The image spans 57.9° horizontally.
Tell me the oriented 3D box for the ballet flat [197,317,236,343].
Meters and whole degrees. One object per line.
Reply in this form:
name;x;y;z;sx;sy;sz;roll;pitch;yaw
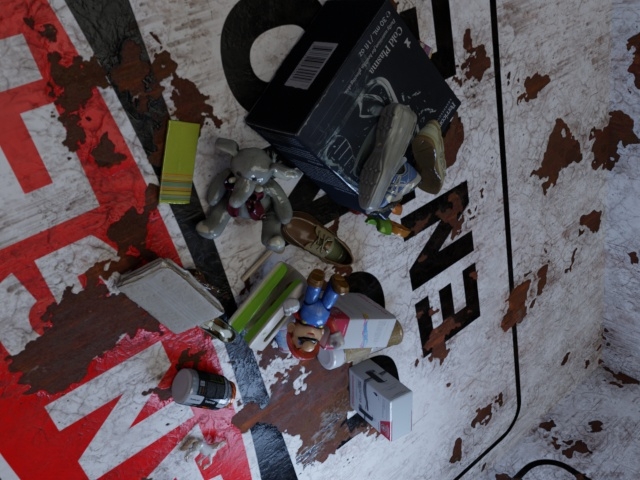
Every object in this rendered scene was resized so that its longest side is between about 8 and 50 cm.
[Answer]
ballet flat;-0.346;0.264;1.846;0.072;0.068;0.213;-54;129;-8

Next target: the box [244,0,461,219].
box;0.114;-0.403;1.808;0.472;0.297;0.479;38;82;-42

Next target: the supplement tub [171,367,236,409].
supplement tub;-0.374;0.485;1.876;0.190;0.117;0.117;25;90;-40

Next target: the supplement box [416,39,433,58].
supplement box;0.352;-0.669;2.048;0.083;0.043;0.055;15;98;-41

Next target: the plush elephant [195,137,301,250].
plush elephant;-0.202;-0.155;1.662;0.255;0.272;0.329;81;27;-74

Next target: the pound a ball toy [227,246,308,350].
pound a ball toy;-0.165;0.175;1.911;0.319;0.208;0.136;-51;151;3

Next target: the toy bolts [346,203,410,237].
toy bolts;0.229;-0.130;2.037;0.218;0.228;0.158;12;109;-45

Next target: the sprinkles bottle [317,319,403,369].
sprinkles bottle;0.157;0.393;2.246;0.355;0.121;0.121;-12;113;-34

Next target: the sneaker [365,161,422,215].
sneaker;0.209;-0.153;1.746;0.211;0.080;0.081;-41;108;-17

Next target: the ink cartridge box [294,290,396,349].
ink cartridge box;0.084;0.282;2.078;0.306;0.226;0.131;9;106;-39

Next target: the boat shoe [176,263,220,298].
boat shoe;-0.386;0.122;1.764;0.073;0.073;0.207;-51;136;-13

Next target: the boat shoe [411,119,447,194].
boat shoe;0.340;-0.243;1.763;0.089;0.105;0.285;-59;158;-22

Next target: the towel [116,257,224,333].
towel;-0.438;0.165;1.698;0.187;0.049;0.282;-24;130;17

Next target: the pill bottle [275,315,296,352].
pill bottle;-0.123;0.307;2.021;0.087;0.087;0.160;-29;122;-26

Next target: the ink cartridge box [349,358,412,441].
ink cartridge box;0.234;0.628;2.296;0.114;0.273;0.196;-15;115;-29

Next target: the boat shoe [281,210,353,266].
boat shoe;0.000;0.000;1.979;0.324;0.120;0.122;29;88;-41

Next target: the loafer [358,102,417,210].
loafer;0.199;-0.234;1.671;0.112;0.112;0.319;16;97;-32

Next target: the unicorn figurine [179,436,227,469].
unicorn figurine;-0.394;0.721;1.986;0.162;0.060;0.111;39;82;-40

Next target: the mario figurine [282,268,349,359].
mario figurine;-0.016;0.259;1.810;0.170;0.198;0.320;-29;144;-53

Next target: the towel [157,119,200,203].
towel;-0.406;-0.221;1.654;0.102;0.021;0.237;-1;106;-43
